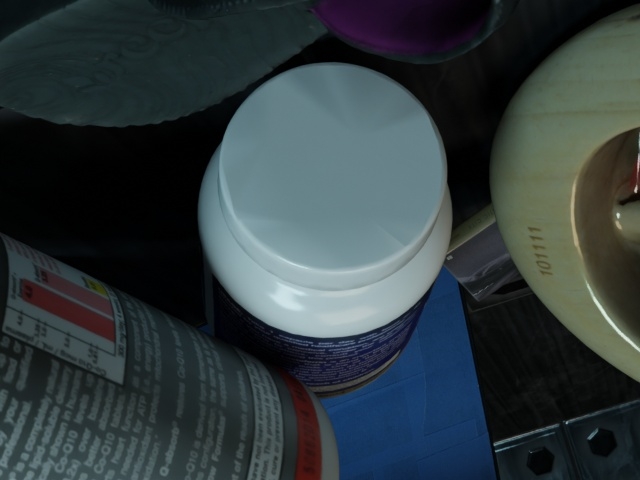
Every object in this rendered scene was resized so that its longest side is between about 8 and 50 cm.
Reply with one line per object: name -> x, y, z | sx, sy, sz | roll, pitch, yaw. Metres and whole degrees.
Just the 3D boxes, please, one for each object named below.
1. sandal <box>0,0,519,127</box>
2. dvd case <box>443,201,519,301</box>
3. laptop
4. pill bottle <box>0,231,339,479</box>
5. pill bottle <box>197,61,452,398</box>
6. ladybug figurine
sandal -> 0.006, -0.109, 0.578 | 0.167, 0.107, 0.446 | 5, 161, -33
dvd case -> 0.191, -0.035, 1.113 | 0.221, 0.018, 0.164 | -35, 160, 6
laptop -> -0.081, 0.196, 1.120 | 0.382, 0.236, 0.408 | -24, -179, 25
pill bottle -> -0.185, 0.108, 0.836 | 0.363, 0.210, 0.210 | 30, 139, -30
pill bottle -> 0.000, 0.000, 0.926 | 0.153, 0.153, 0.264 | -13, 164, -7
ladybug figurine -> 0.310, -0.025, 0.877 | 0.449, 0.305, 0.162 | 9, -143, 43
